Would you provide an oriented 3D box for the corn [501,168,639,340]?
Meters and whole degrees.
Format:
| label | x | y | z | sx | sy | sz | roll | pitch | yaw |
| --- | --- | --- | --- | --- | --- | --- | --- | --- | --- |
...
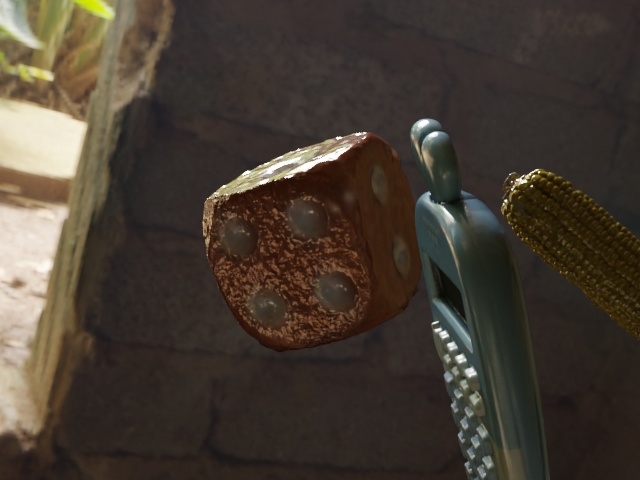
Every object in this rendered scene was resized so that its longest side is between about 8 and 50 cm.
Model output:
| label | x | y | z | sx | sy | sz | roll | pitch | yaw |
| --- | --- | --- | --- | --- | --- | --- | --- | --- | --- |
| corn | 0.274 | 0.017 | 1.039 | 0.238 | 0.080 | 0.080 | 44 | 22 | 13 |

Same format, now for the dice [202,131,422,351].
| label | x | y | z | sx | sy | sz | roll | pitch | yaw |
| --- | --- | --- | --- | --- | --- | --- | --- | --- | --- |
| dice | 0.000 | 0.000 | 1.079 | 0.174 | 0.179 | 0.175 | -16 | 10 | 25 |

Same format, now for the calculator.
| label | x | y | z | sx | sy | sz | roll | pitch | yaw |
| --- | --- | --- | --- | --- | --- | --- | --- | --- | --- |
| calculator | 0.105 | 0.067 | 0.707 | 0.042 | 0.302 | 0.188 | -10 | 12 | -2 |
